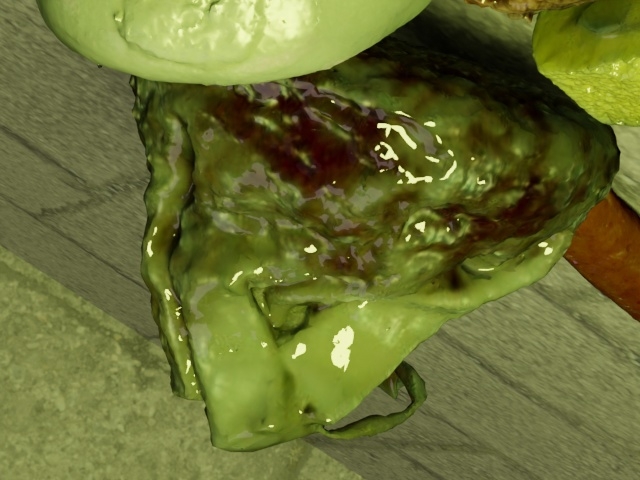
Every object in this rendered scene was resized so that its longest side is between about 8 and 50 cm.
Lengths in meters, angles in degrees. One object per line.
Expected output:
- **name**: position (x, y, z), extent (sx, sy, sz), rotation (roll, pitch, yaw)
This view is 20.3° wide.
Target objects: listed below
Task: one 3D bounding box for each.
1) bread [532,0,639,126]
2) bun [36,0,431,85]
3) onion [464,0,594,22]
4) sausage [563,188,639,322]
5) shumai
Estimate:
- **bread**: position (0.219, -0.137, 1.206), extent (0.129, 0.111, 0.114), rotation (14, 162, 35)
- **bun**: position (-0.058, -0.231, 1.195), extent (0.293, 0.293, 0.187), rotation (16, 128, 35)
- **onion**: position (0.103, -0.250, 0.871), extent (0.347, 0.285, 0.347), rotation (-7, -174, 1)
- **sausage**: position (0.307, 0.035, 1.611), extent (0.302, 0.076, 0.103), rotation (35, 162, -19)
- **shumai**: position (0.000, 0.000, 1.397), extent (0.395, 0.348, 0.395), rotation (20, -174, -2)
